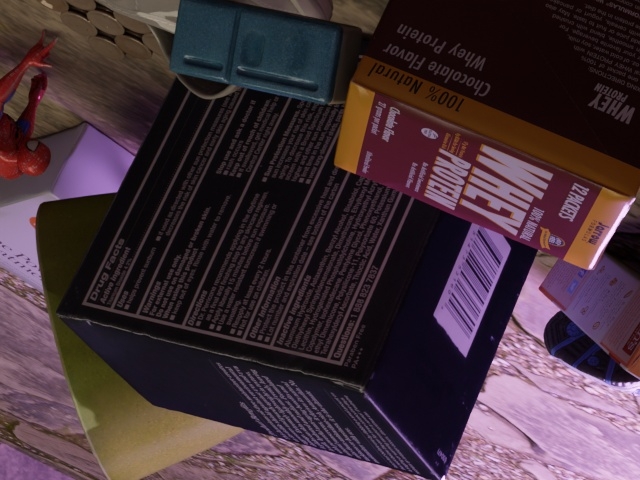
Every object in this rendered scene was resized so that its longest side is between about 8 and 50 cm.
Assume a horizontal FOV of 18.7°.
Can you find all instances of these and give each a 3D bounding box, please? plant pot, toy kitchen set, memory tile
[{"bbox_3d":[-0.083,0.057,1.804,0.293,0.275,0.275,-16,152,1],"label":"plant pot"},{"bbox_3d":[-0.048,-0.197,1.224,0.122,0.207,0.166,13,-170,21],"label":"toy kitchen set"},{"bbox_3d":[-0.197,-0.203,1.682,0.113,0.012,0.148,2,150,45],"label":"memory tile"}]

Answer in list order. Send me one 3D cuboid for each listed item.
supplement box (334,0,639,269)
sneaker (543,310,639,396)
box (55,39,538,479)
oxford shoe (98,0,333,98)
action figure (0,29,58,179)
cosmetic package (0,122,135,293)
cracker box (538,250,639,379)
[{"bbox_3d":[0.136,-0.118,1.270,0.191,0.194,0.129,23,158,4],"label":"supplement box"},{"bbox_3d":[0.307,0.120,1.804,0.211,0.080,0.081,18,156,18],"label":"sneaker"},{"bbox_3d":[0.000,0.000,1.560,0.294,0.296,0.183,12,156,32],"label":"box"},{"bbox_3d":[-0.146,-0.243,1.328,0.169,0.130,0.449,35,172,44],"label":"oxford shoe"},{"bbox_3d":[-0.323,-0.155,1.851,0.280,0.139,0.091,37,173,37],"label":"action figure"},{"bbox_3d":[-0.191,0.029,2.113,0.377,0.097,0.284,35,154,-25],"label":"cosmetic package"},{"bbox_3d":[0.291,0.085,1.622,0.155,0.067,0.232,32,-174,-17],"label":"cracker box"}]
